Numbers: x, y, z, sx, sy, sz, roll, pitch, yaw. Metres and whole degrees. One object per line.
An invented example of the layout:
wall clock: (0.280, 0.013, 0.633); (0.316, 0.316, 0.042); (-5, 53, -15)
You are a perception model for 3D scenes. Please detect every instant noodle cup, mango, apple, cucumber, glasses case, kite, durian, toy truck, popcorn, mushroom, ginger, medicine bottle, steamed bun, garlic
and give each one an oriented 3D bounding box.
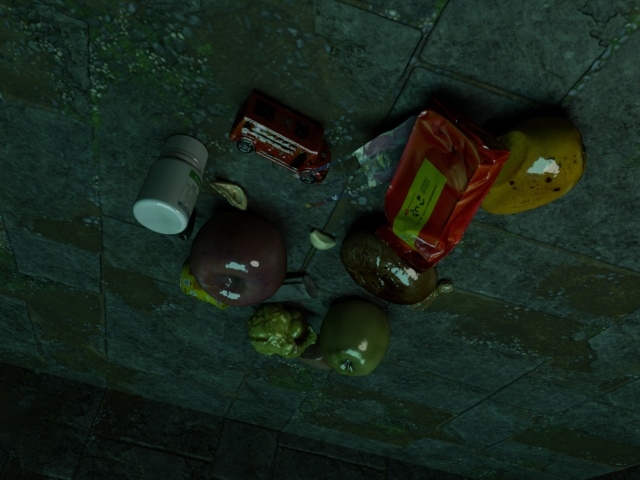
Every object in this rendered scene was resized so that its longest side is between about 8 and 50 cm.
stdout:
instant noodle cup: (-0.363, 0.124, 1.918); (0.144, 0.182, 0.182); (10, 146, 17)
mango: (0.465, -0.154, 1.303); (0.191, 0.159, 0.290); (6, 148, -25)
apple: (0.117, 0.334, 2.029); (0.263, 0.262, 0.262); (7, 145, 5)
cucumber: (-0.400, -0.047, 1.741); (0.048, 0.105, 0.048); (3, 154, 1)
glasses case: (-0.166, 0.173, 2.019); (0.300, 0.060, 0.114); (-8, 141, 25)
kite: (0.115, -0.172, 1.386); (0.361, 0.022, 0.204); (-22, 143, 8)
durian: (-0.255, -0.128, 1.617); (0.130, 0.066, 0.052); (40, 136, -21)
toy truck: (-0.078, -0.237, 1.375); (0.253, 0.107, 0.114); (24, 144, -19)
popcorn: (-0.151, 0.331, 2.139); (0.255, 0.194, 0.256); (4, 145, 26)
mushroom: (0.188, 0.070, 1.654); (0.297, 0.163, 0.278); (23, 162, 34)
ginger: (0.341, 0.167, 1.874); (0.096, 0.067, 0.165); (30, 128, -25)
medicine bottle: (-0.369, -0.144, 1.473); (0.139, 0.236, 0.139); (7, 144, 5)
apple: (-0.231, 0.048, 1.709); (0.306, 0.234, 0.305); (5, 140, 4)
steamed bun: (-0.016, 0.447, 2.336); (0.175, 0.106, 0.145); (1, 152, 38)
garlic: (0.000, -0.001, 1.750); (0.083, 0.041, 0.053); (33, 135, -17)

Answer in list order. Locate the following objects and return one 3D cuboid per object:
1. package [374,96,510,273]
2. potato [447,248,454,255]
package: (0.263, -0.114, 1.343); (0.196, 0.123, 0.423); (47, 144, 26)
potato: (0.283, -0.024, 1.585); (0.121, 0.100, 0.261); (-7, 141, 23)
